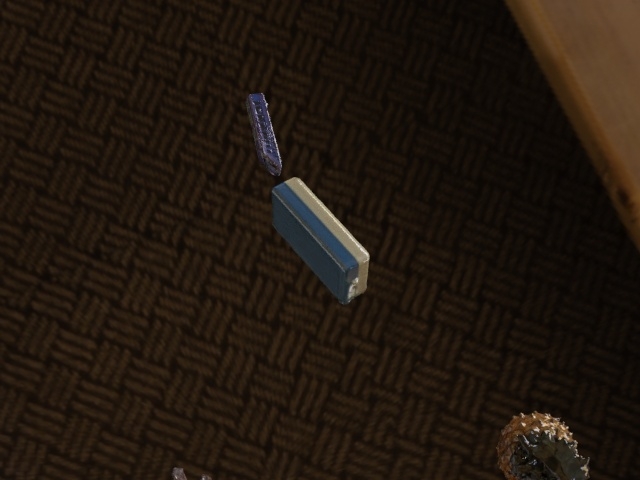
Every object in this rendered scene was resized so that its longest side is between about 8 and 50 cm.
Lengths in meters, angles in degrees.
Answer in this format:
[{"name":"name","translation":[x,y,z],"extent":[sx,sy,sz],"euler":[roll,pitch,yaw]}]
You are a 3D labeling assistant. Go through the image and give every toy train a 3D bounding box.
[{"name":"toy train","translation":[-0.049,-0.091,0.958],"extent":[0.017,0.017,0.083],"euler":[-3,57,-18]}]

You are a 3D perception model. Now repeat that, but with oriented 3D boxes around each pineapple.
[{"name":"pineapple","translation":[0.325,0.315,1.618],"extent":[0.128,0.248,0.128],"euler":[0,85,3]}]

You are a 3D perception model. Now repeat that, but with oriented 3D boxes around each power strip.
[{"name":"power strip","translation":[0.000,0.000,1.015],"extent":[0.032,0.056,0.123],"euler":[-27,54,-21]}]

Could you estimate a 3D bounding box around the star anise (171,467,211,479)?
[{"name":"star anise","translation":[-0.142,0.292,1.179],"extent":[0.141,0.042,0.141],"euler":[0,43,0]}]
